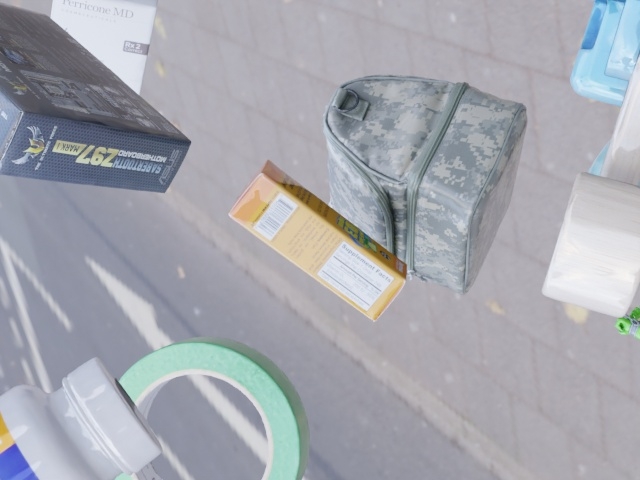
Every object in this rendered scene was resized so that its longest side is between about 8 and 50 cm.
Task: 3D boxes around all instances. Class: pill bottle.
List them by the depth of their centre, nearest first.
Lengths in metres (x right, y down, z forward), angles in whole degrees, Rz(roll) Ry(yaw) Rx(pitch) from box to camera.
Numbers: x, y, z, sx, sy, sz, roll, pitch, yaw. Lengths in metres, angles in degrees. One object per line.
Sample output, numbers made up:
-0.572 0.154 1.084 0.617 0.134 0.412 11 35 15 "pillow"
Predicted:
-0.288 0.229 1.007 0.152 0.272 0.152 52 171 11 "pill bottle"

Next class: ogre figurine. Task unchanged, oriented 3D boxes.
0.646 0.187 2.036 0.118 0.097 0.197 34 173 48 "ogre figurine"

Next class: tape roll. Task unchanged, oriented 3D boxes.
-0.181 0.313 1.703 0.077 0.321 0.321 -12 -100 -79 "tape roll"

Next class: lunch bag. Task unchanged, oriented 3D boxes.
0.130 -0.087 1.546 0.256 0.212 0.305 23 158 15 "lunch bag"

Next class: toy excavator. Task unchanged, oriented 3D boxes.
0.342 -0.171 1.119 0.433 0.222 0.445 -34 -41 -73 "toy excavator"

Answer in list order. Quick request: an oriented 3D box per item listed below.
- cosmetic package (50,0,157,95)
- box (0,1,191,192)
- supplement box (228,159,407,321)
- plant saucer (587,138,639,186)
-0.335 -0.331 1.676 0.151 0.151 0.183 -96 20 -48 "cosmetic package"
-0.244 -0.129 0.898 0.233 0.183 0.059 40 109 29 "box"
0.000 0.000 1.397 0.233 0.080 0.078 38 -163 -8 "supplement box"
0.572 -0.129 1.800 0.043 0.318 0.317 56 154 33 "plant saucer"
